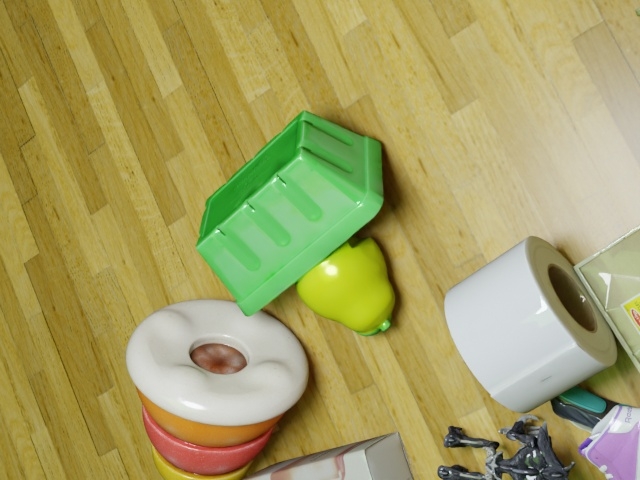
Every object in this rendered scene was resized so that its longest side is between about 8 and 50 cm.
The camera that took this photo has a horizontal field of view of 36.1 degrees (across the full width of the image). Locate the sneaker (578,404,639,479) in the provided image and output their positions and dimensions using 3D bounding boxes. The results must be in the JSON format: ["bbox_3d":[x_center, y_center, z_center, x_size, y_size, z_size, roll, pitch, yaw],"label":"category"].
[{"bbox_3d":[0.491,0.382,1.577,0.161,0.102,0.282,12,116,19],"label":"sneaker"}]

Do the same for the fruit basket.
[{"bbox_3d":[0.000,0.000,1.839,0.392,0.283,0.392,1,126,1],"label":"fruit basket"}]

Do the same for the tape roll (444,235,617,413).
[{"bbox_3d":[0.344,0.137,1.605,0.169,0.246,0.246,-37,74,26],"label":"tape roll"}]

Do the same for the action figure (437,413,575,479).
[{"bbox_3d":[0.339,0.380,1.684,0.276,0.141,0.164,-1,90,46],"label":"action figure"}]

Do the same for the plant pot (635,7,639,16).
[{"bbox_3d":[0.631,-0.263,1.424,0.276,0.276,0.253,-15,96,30],"label":"plant pot"}]

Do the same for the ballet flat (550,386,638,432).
[{"bbox_3d":[0.479,0.301,1.641,0.203,0.074,0.074,21,103,22],"label":"ballet flat"}]

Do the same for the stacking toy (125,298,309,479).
[{"bbox_3d":[-0.232,0.388,1.977,0.351,0.351,0.479,31,126,26],"label":"stacking toy"}]

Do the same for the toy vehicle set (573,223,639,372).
[{"bbox_3d":[0.554,0.110,1.598,0.166,0.035,0.266,-36,74,27],"label":"toy vehicle set"}]

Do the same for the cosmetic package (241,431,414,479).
[{"bbox_3d":[0.013,0.471,1.873,0.296,0.153,0.129,-21,83,29],"label":"cosmetic package"}]
